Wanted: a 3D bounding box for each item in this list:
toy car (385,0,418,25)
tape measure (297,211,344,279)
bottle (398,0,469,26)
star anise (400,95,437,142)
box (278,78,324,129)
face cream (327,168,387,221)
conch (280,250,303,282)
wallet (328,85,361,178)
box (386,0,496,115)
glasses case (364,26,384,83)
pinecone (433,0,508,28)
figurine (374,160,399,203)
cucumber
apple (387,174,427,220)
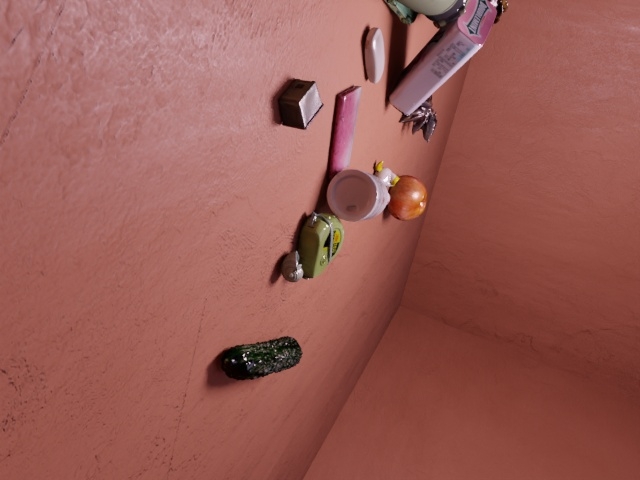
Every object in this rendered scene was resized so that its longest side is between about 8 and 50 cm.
[{"bbox_3d":[0.216,-0.653,1.194,0.186,0.058,0.093,5,103,-58],"label":"toy car"},{"bbox_3d":[0.000,0.000,1.217,0.154,0.087,0.177,-21,128,-51],"label":"tape measure"},{"bbox_3d":[0.260,-0.640,1.071,0.347,0.168,0.168,-10,119,-55],"label":"bottle"},{"bbox_3d":[0.403,-0.531,1.757,0.283,0.129,0.212,67,39,-52],"label":"star anise"},{"bbox_3d":[-0.040,-0.272,0.877,0.085,0.060,0.063,-58,153,-28],"label":"box"},{"bbox_3d":[0.133,-0.135,1.364,0.369,0.145,0.145,-15,123,-75],"label":"face cream"},{"bbox_3d":[-0.074,0.067,1.133,0.085,0.056,0.076,-106,-170,-71],"label":"conch"},{"bbox_3d":[0.065,-0.290,1.196,0.119,0.025,0.232,-47,151,-50],"label":"wallet"},{"bbox_3d":[0.359,-0.559,1.366,0.190,0.112,0.369,-61,-168,-28],"label":"box"},{"bbox_3d":[0.146,-0.494,1.187,0.063,0.041,0.164,-65,160,-17],"label":"glasses case"},{"bbox_3d":[0.458,-0.801,1.409,0.296,0.298,0.242,-47,-163,-30],"label":"pinecone"},{"bbox_3d":[0.211,-0.196,1.629,0.129,0.109,0.178,47,62,-40],"label":"figurine"},{"bbox_3d":[-0.143,0.300,1.121,0.096,0.096,0.359,-69,162,-2],"label":"cucumber"},{"bbox_3d":[0.395,-0.189,2.006,0.209,0.164,0.209,-50,151,-41],"label":"apple"}]
